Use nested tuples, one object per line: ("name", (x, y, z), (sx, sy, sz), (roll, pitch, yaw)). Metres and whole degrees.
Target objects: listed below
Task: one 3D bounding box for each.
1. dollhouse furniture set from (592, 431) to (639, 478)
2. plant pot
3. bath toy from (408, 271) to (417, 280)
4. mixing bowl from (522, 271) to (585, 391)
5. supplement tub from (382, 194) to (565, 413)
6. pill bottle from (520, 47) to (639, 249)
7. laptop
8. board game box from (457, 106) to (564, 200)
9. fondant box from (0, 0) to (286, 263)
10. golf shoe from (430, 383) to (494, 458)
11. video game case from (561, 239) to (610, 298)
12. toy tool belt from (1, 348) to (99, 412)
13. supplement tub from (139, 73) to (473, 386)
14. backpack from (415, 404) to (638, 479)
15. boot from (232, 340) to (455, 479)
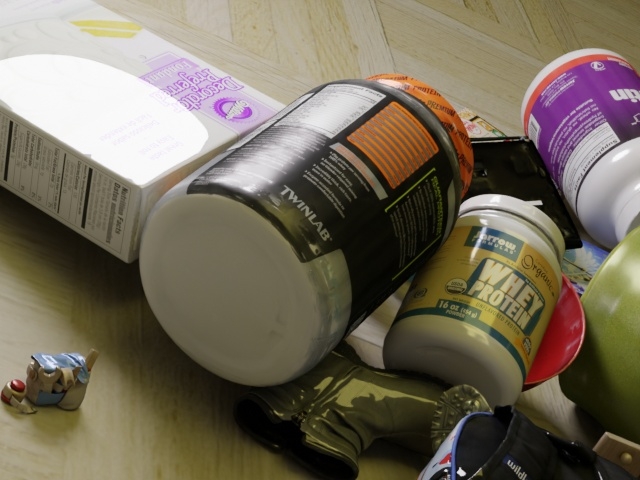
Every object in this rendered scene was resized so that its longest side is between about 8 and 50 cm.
("dollhouse furniture set", (0.316, 0.296, 1.714), (0.144, 0.123, 0.151), (23, 25, -18))
("plant pot", (0.463, 0.153, 1.951), (0.353, 0.366, 0.366), (30, 21, 29))
("bath toy", (0.000, 0.000, 1.922), (0.348, 0.151, 0.129), (5, 57, -37))
("mixing bowl", (0.184, 0.101, 1.934), (0.181, 0.098, 0.181), (7, 54, -10))
("supplement tub", (0.159, 0.066, 1.802), (0.144, 0.144, 0.199), (30, 54, -4))
("pill bottle", (0.406, -0.110, 2.435), (0.181, 0.181, 0.323), (16, 30, -30))
("laptop", (0.156, -0.057, 2.235), (0.234, 0.136, 0.264), (-6, 58, -29))
("board game box", (0.251, -0.105, 2.517), (0.193, 0.045, 0.147), (37, 24, 11))
("fondant box", (-0.235, -0.130, 1.800), (0.330, 0.096, 0.238), (31, 38, 22))
("golf shoe", (0.153, 0.218, 1.690), (0.086, 0.069, 0.176), (-20, 95, -74))
("video game case", (0.291, 0.056, 2.232), (0.269, 0.061, 0.244), (24, 24, -14))
("toy tool belt", (-0.228, 0.112, 1.520), (0.083, 0.051, 0.052), (1, 38, -49))
("supplement tub", (0.000, -0.024, 1.701), (0.207, 0.207, 0.338), (37, 40, 12))
("backpack", (0.175, 0.275, 1.488), (0.276, 0.213, 0.263), (33, 31, -10))
("boot", (0.040, 0.182, 1.694), (0.246, 0.083, 0.161), (26, 33, -2))
